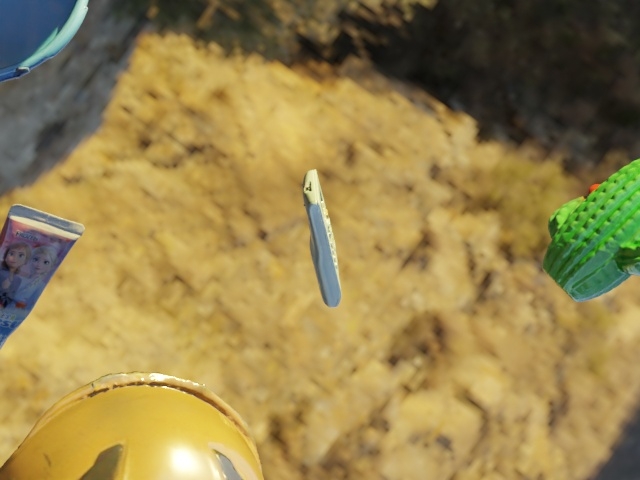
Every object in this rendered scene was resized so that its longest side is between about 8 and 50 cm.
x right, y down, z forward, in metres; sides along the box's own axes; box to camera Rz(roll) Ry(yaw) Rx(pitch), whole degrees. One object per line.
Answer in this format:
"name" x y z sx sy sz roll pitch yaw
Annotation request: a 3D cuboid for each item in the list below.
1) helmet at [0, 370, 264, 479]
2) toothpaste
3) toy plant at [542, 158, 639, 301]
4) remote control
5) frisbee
"helmet" -0.110 0.206 1.120 0.198 0.130 0.224 6 110 -25
"toothpaste" -0.388 0.069 2.237 0.096 0.061 0.266 19 120 -30
"toy plant" 0.344 -0.025 1.975 0.240 0.088 0.155 -28 -143 23
"remote control" 0.000 0.000 2.042 0.061 0.029 0.162 -99 176 -48
"frisbee" -0.359 -0.273 1.943 0.242 0.242 0.045 -50 171 -15
